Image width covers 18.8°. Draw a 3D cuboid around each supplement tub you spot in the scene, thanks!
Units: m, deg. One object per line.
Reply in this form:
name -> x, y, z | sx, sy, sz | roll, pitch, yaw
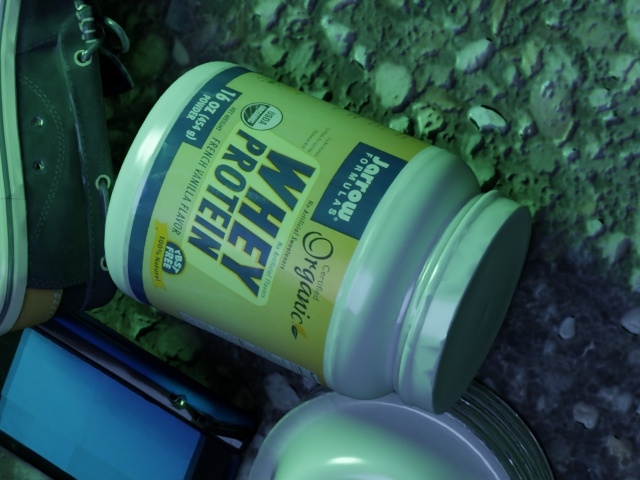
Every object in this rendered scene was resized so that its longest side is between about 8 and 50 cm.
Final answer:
supplement tub -> 0.000, 0.000, 1.667 | 0.316, 0.228, 0.228 | 23, 113, 17

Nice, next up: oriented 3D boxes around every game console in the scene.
game console -> -0.228, 0.170, 1.863 | 0.293, 0.250, 0.173 | 30, 89, 14

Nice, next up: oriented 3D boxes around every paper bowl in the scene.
paper bowl -> 0.064, 0.262, 1.763 | 0.284, 0.148, 0.284 | 7, 109, 22

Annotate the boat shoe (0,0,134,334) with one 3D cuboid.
boat shoe -> -0.258, -0.163, 1.741 | 0.187, 0.156, 0.500 | -15, 76, 57
